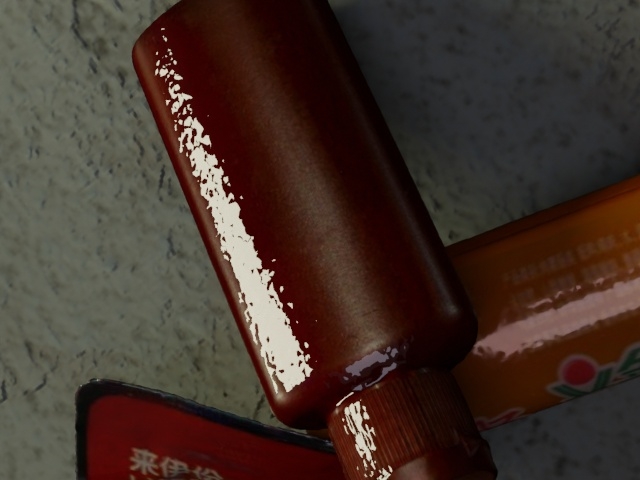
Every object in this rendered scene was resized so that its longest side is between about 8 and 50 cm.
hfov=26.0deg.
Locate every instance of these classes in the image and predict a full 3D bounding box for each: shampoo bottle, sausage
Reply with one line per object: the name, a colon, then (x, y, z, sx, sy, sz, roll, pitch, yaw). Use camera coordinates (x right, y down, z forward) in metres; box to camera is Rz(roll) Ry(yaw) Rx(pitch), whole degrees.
shampoo bottle: (0.000, 0.000, 0.626, 0.102, 0.064, 0.260, -28, 66, 9)
sausage: (0.135, 0.022, 0.654, 0.312, 0.093, 0.093, -21, 98, 14)

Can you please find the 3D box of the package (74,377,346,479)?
package: (-0.034, 0.190, 0.715, 0.194, 0.071, 0.269, 5, 118, 2)
